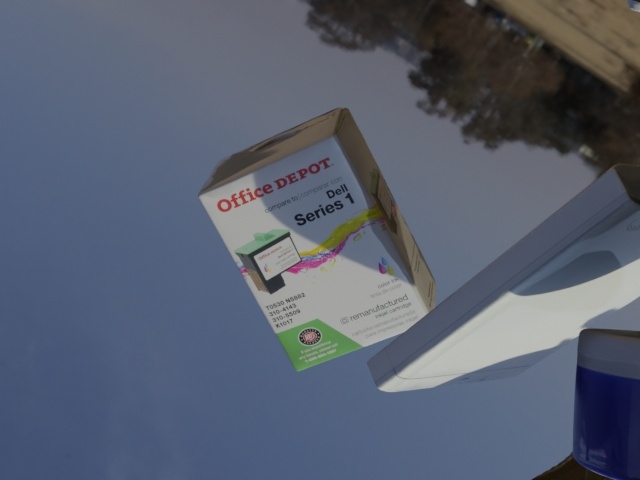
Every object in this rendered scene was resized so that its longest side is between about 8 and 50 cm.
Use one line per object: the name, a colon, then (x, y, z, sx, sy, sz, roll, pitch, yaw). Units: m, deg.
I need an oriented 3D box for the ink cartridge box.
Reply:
ink cartridge box: (0.000, 0.000, 1.316, 0.278, 0.201, 0.117, 62, -162, -18)

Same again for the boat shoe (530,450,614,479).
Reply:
boat shoe: (0.308, 0.297, 1.128, 0.110, 0.341, 0.122, 55, 163, -24)

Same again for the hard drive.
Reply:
hard drive: (0.238, 0.049, 1.023, 0.233, 0.353, 0.047, 1, -123, -40)

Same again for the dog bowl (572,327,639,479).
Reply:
dog bowl: (0.329, 0.132, 0.781, 0.265, 0.104, 0.265, 6, 178, 0)

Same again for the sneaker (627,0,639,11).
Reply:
sneaker: (0.359, -0.276, 0.972, 0.065, 0.158, 0.061, 57, -168, -22)
